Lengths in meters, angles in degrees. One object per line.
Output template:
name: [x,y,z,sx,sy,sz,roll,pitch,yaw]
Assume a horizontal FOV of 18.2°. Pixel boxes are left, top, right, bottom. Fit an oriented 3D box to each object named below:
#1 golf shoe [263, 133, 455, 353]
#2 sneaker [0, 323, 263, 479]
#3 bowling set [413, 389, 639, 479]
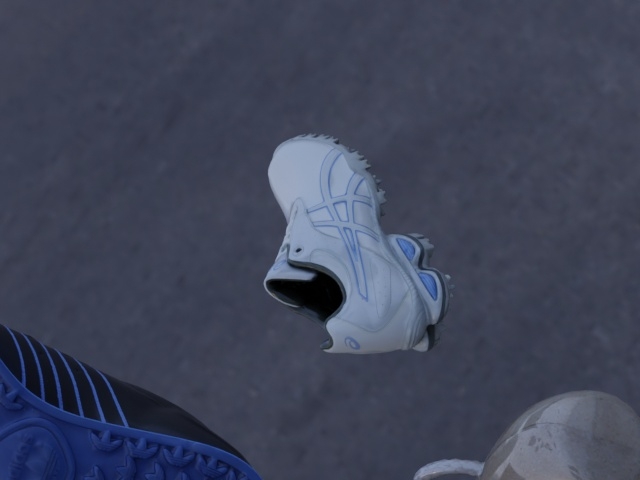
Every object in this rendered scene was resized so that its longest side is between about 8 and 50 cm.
golf shoe: [0.000,0.000,1.130,0.176,0.086,0.069,50,144,44]
sneaker: [-0.132,0.080,0.849,0.081,0.232,0.090,-64,11,-5]
bowling set: [0.149,0.177,0.628,0.154,0.287,0.199,126,158,-60]
